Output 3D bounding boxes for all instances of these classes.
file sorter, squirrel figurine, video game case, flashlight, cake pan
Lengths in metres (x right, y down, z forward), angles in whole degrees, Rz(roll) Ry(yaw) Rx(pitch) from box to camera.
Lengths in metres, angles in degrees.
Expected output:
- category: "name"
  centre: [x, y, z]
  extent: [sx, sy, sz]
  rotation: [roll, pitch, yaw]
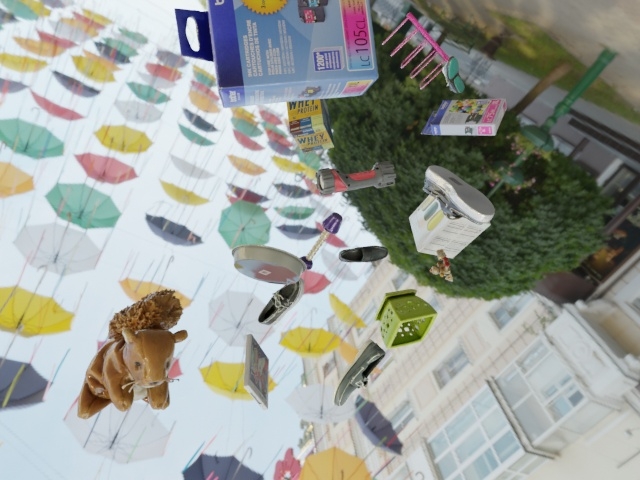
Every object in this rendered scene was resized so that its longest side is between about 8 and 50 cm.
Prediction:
- category: "file sorter"
  centre: [0.444, -0.881, 2.169]
  extent: [0.290, 0.182, 0.202]
  rotation: [44, -156, -12]
- category: "squirrel figurine"
  centre: [-0.569, 0.331, 1.461]
  extent: [0.281, 0.370, 0.397]
  rotation: [11, -127, -28]
- category: "video game case"
  centre: [-0.220, 0.459, 1.622]
  extent: [0.201, 0.023, 0.183]
  rotation: [-96, -12, -46]
- category: "flashlight"
  centre: [0.135, -0.245, 1.774]
  extent: [0.304, 0.103, 0.103]
  rotation: [-14, -130, -17]
- category: "cake pan"
  centre: [-0.201, 0.099, 1.769]
  extent: [0.293, 0.293, 0.054]
  rotation: [23, -116, -25]

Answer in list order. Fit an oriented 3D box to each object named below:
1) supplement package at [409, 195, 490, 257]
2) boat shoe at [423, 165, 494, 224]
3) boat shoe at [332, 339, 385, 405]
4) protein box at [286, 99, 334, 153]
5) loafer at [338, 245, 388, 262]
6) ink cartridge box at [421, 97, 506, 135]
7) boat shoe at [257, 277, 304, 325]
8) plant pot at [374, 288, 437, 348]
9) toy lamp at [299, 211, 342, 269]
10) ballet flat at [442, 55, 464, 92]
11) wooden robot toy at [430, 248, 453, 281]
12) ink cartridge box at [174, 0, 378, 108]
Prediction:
- category: "supplement package"
  centre: [0.554, -0.087, 2.024]
  extent: [0.198, 0.263, 0.199]
  rotation: [10, -129, -22]
- category: "boat shoe"
  centre: [0.292, -0.087, 1.021]
  extent: [0.080, 0.076, 0.228]
  rotation: [-2, -147, -25]
- category: "boat shoe"
  centre: [0.165, 0.582, 1.992]
  extent: [0.099, 0.319, 0.116]
  rotation: [29, 169, 29]
- category: "protein box"
  centre: [-0.041, -0.488, 1.856]
  extent: [0.201, 0.136, 0.200]
  rotation: [44, -143, -71]
- category: "loafer"
  centre: [0.191, 0.064, 2.045]
  extent: [0.223, 0.076, 0.078]
  rotation: [-5, -178, -2]
- category: "ink cartridge box"
  centre: [0.590, -0.514, 1.932]
  extent: [0.311, 0.065, 0.186]
  rotation: [7, -130, 33]
- category: "boat shoe"
  centre: [-0.202, 0.300, 2.313]
  extent: [0.105, 0.306, 0.113]
  rotation: [21, -152, -53]
- category: "plant pot"
  centre: [0.407, 0.378, 2.315]
  extent: [0.228, 0.227, 0.207]
  rotation: [-7, -136, -26]
- category: "toy lamp"
  centre: [0.000, 0.000, 1.885]
  extent: [0.080, 0.275, 0.080]
  rotation: [27, -150, -17]
- category: "ballet flat"
  centre: [0.557, -0.708, 1.983]
  extent: [0.203, 0.074, 0.074]
  rotation: [42, -170, -52]
- category: "wooden robot toy"
  centre: [0.480, 0.103, 1.879]
  extent: [0.076, 0.079, 0.173]
  rotation: [69, -168, -47]
- category: "ink cartridge box"
  centre: [-0.097, -0.440, 0.994]
  extent: [0.395, 0.270, 0.151]
  rotation: [-8, -179, -7]
